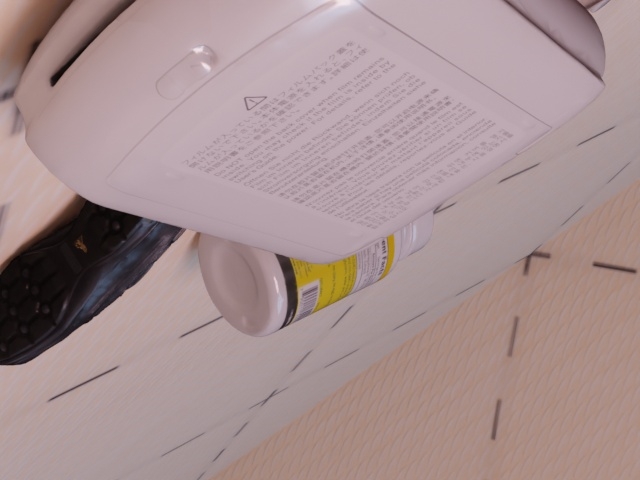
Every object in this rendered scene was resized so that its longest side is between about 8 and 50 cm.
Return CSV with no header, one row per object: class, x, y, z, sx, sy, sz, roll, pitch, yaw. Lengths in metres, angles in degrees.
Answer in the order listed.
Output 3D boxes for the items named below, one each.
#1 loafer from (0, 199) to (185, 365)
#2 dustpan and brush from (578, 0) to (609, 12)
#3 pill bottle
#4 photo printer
loafer,-0.167,0.018,0.897,0.223,0.076,0.078,-42,157,20
dustpan and brush,0.234,-0.210,0.925,0.147,0.060,0.211,-37,180,-11
pill bottle,0.000,0.000,1.137,0.208,0.119,0.119,-24,164,-35
photo printer,-0.001,-0.098,0.693,0.256,0.107,0.307,-33,155,24
